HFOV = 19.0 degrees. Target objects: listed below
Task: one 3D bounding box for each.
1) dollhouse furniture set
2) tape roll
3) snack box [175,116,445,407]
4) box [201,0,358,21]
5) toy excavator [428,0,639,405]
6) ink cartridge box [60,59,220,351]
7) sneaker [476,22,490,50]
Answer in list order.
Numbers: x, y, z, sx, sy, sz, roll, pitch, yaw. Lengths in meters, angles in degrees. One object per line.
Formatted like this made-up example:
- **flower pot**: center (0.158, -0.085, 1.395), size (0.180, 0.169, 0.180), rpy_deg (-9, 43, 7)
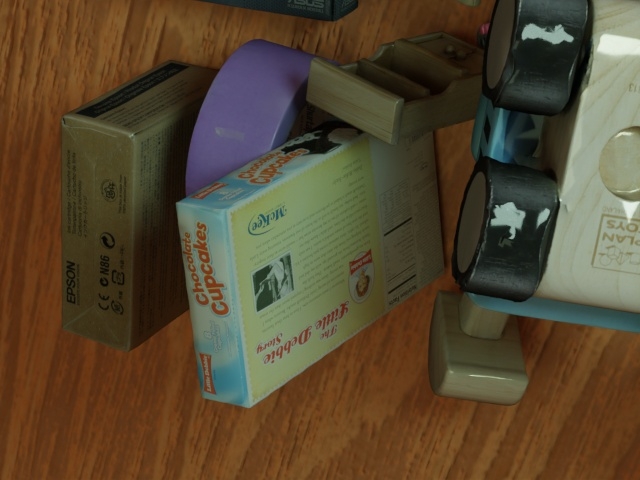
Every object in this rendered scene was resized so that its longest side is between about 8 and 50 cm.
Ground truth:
- **dollhouse furniture set**: center (0.094, -0.225, 1.638), size (0.212, 0.161, 0.242), rpy_deg (30, 124, 39)
- **tape roll**: center (-0.047, -0.089, 1.795), size (0.080, 0.189, 0.189), rpy_deg (19, 119, 20)
- **snack box**: center (0.000, 0.000, 1.729), size (0.060, 0.322, 0.187), rpy_deg (10, 116, 35)
- **box**: center (-0.076, -0.313, 1.788), size (0.232, 0.059, 0.183), rpy_deg (12, 116, 23)
- **toy excavator**: center (0.202, -0.026, 1.615), size (0.222, 0.445, 0.433), rpy_deg (8, 101, -6)
- **ink cartridge box**: center (-0.168, -0.038, 1.878), size (0.088, 0.193, 0.235), rpy_deg (16, 118, 23)
- **sneaker**: center (0.192, -0.175, 1.720), size (0.119, 0.057, 0.047), rpy_deg (18, 122, 49)
